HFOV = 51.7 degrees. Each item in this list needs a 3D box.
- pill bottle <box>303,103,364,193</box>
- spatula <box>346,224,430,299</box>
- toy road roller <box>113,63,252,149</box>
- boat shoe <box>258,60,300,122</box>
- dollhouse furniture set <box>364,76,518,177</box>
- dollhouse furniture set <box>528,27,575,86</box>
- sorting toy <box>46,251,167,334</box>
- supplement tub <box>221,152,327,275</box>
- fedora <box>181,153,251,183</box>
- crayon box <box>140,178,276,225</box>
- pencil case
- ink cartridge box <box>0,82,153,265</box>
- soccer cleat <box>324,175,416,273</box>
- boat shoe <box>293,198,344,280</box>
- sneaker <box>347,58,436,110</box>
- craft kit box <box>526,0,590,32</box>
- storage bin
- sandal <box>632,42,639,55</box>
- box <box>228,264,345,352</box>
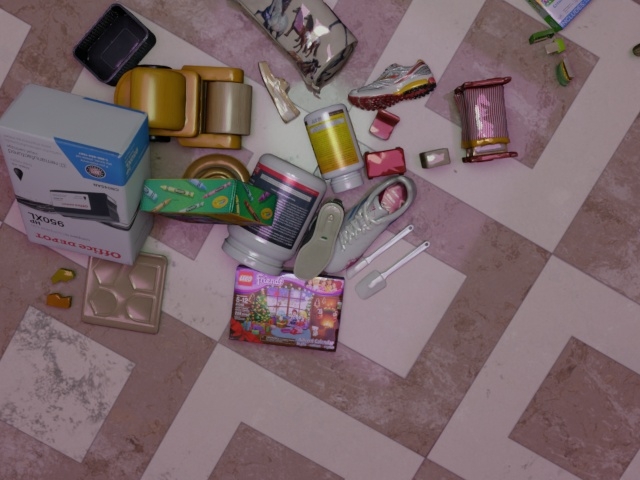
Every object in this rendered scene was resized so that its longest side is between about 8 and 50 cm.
[{"bbox_3d":[0.041,-0.235,1.704,0.117,0.117,0.215,-18,95,2],"label":"pill bottle"},{"bbox_3d":[0.165,0.030,1.784,0.242,0.019,0.168,-37,89,3],"label":"spatula"},{"bbox_3d":[-0.342,-0.335,1.635,0.329,0.240,0.202,3,97,0],"label":"toy road roller"},{"bbox_3d":[-0.107,-0.393,1.720,0.059,0.063,0.170,-26,105,1],"label":"boat shoe"},{"bbox_3d":[0.291,-0.280,1.679,0.374,0.152,0.201,-9,96,2],"label":"dollhouse furniture set"},{"bbox_3d":[0.592,-0.464,1.697,0.058,0.076,0.152,-18,86,0],"label":"dollhouse furniture set"},{"bbox_3d":[-0.577,0.124,1.792,0.307,0.041,0.229,9,101,0],"label":"sorting toy"},{"bbox_3d":[-0.120,-0.067,1.687,0.191,0.191,0.272,27,95,-2],"label":"supplement tub"},{"bbox_3d":[-0.278,-0.139,1.737,0.194,0.079,0.194,0,96,1],"label":"fedora"},{"bbox_3d":[-0.266,-0.089,1.566,0.278,0.165,0.081,3,83,30],"label":"crayon box"},{"bbox_3d":[-0.088,-0.570,1.649,0.183,0.160,0.410,-42,94,14],"label":"pencil case"},{"bbox_3d":[-0.567,-0.143,1.586,0.285,0.166,0.395,14,140,1],"label":"ink cartridge box"},{"bbox_3d":[0.112,-0.049,1.705,0.331,0.143,0.116,-45,82,3],"label":"soccer cleat"},{"bbox_3d":[0.000,0.000,1.703,0.084,0.079,0.233,23,110,-6],"label":"boat shoe"},{"bbox_3d":[0.180,-0.402,1.712,0.225,0.088,0.093,-15,75,2],"label":"sneaker"},{"bbox_3d":[0.612,-0.709,1.680,0.246,0.061,0.250,44,95,-6],"label":"craft kit box"},{"bbox_3d":[-0.527,-0.500,1.699,0.122,0.084,0.180,43,94,-4],"label":"storage bin"},{"bbox_3d":[0.892,-0.504,1.694,0.180,0.072,0.049,-22,111,4],"label":"sandal"},{"bbox_3d":[-0.090,0.182,1.780,0.293,0.057,0.201,7,96,0],"label":"box"}]
